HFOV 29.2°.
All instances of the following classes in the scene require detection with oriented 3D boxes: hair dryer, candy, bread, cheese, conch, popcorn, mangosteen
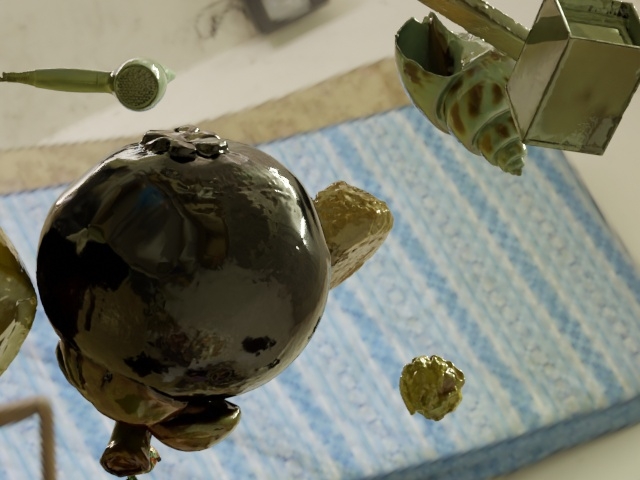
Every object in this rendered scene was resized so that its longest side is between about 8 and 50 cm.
[{"bbox_3d":[-0.330,-0.229,1.736,0.206,0.237,0.075,-101,-167,-77],"label":"hair dryer"},{"bbox_3d":[-0.297,0.373,1.923,0.184,0.056,0.049,-59,-138,45],"label":"candy"},{"bbox_3d":[0.000,0.000,2.062,0.134,0.244,0.244,54,-9,15],"label":"bread"},{"bbox_3d":[0.308,-0.349,2.069,0.400,0.034,0.085,20,-15,-39],"label":"cheese"},{"bbox_3d":[0.282,-0.279,2.316,0.368,0.249,0.197,-126,-143,-50],"label":"conch"},{"bbox_3d":[0.193,0.255,2.118,0.106,0.116,0.120,-92,164,-46],"label":"popcorn"},{"bbox_3d":[-0.170,0.077,1.549,0.382,0.382,0.435,-134,-135,-66],"label":"mangosteen"}]

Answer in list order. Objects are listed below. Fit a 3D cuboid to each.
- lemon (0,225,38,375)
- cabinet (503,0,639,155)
[{"bbox_3d":[-0.550,0.055,1.485,0.364,0.364,0.364,60,-7,13],"label":"lemon"},{"bbox_3d":[0.404,-0.268,1.942,0.150,0.145,0.206,-97,-160,-46],"label":"cabinet"}]
